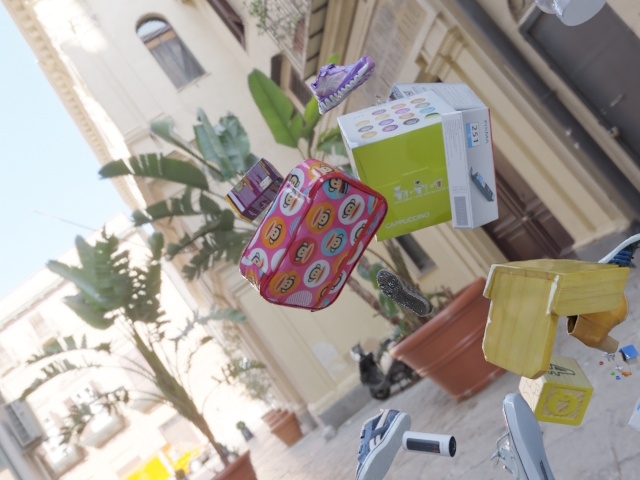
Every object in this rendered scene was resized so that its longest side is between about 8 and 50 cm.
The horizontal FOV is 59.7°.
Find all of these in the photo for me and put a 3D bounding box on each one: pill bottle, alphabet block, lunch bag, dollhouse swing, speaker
[{"bbox_3d":[0.557,-0.641,1.322,0.152,0.272,0.152,-16,-27,-9],"label":"pill bottle"},{"bbox_3d":[0.916,0.579,2.185,0.197,0.193,0.193,-83,-2,-65],"label":"alphabet block"},{"bbox_3d":[0.000,0.000,1.136,0.258,0.120,0.293,18,-74,-47],"label":"lunch bag"},{"bbox_3d":[0.690,0.225,1.677,0.315,0.305,0.347,-4,2,-16],"label":"dollhouse swing"},{"bbox_3d":[0.290,0.541,1.483,0.136,0.055,0.055,-7,11,35],"label":"speaker"}]

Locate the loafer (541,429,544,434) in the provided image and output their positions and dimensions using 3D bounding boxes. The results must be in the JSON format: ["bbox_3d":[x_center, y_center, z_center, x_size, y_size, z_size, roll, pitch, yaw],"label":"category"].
[{"bbox_3d":[0.774,0.710,2.015,0.125,0.045,0.039,78,-154,-63],"label":"loafer"}]

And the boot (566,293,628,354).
[{"bbox_3d":[1.039,0.265,2.105,0.295,0.211,0.104,-65,11,-28],"label":"boot"}]

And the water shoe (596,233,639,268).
[{"bbox_3d":[0.985,0.063,1.817,0.203,0.080,0.073,-47,-29,26],"label":"water shoe"}]

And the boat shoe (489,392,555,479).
[{"bbox_3d":[0.570,0.635,1.622,0.156,0.367,0.135,-25,-10,39],"label":"boat shoe"}]

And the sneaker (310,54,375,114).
[{"bbox_3d":[0.048,-0.436,1.499,0.095,0.105,0.236,-37,6,-36],"label":"sneaker"}]

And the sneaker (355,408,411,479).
[{"bbox_3d":[0.194,0.731,1.970,0.127,0.126,0.321,8,37,38],"label":"sneaker"}]

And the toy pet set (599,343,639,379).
[{"bbox_3d":[1.048,0.412,1.947,0.114,0.065,0.122,-21,15,1],"label":"toy pet set"}]

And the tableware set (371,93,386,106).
[{"bbox_3d":[0.239,-0.486,2.081,0.039,0.128,0.194,-42,2,17],"label":"tableware set"}]

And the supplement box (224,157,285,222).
[{"bbox_3d":[-0.210,-0.164,1.839,0.188,0.104,0.081,-44,-28,8],"label":"supplement box"}]

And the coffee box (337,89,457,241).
[{"bbox_3d":[0.275,-0.249,1.816,0.337,0.338,0.334,-17,28,3],"label":"coffee box"}]

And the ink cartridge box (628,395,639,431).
[{"bbox_3d":[0.741,0.361,1.208,0.143,0.089,0.092,-14,-55,-53],"label":"ink cartridge box"}]

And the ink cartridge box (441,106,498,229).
[{"bbox_3d":[0.426,-0.200,1.475,0.066,0.297,0.261,2,15,44],"label":"ink cartridge box"}]

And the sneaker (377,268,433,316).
[{"bbox_3d":[0.242,0.152,1.600,0.071,0.188,0.066,6,-58,-57],"label":"sneaker"}]

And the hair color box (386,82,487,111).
[{"bbox_3d":[0.476,-0.546,2.282,0.374,0.185,0.114,-8,-38,-27],"label":"hair color box"}]
